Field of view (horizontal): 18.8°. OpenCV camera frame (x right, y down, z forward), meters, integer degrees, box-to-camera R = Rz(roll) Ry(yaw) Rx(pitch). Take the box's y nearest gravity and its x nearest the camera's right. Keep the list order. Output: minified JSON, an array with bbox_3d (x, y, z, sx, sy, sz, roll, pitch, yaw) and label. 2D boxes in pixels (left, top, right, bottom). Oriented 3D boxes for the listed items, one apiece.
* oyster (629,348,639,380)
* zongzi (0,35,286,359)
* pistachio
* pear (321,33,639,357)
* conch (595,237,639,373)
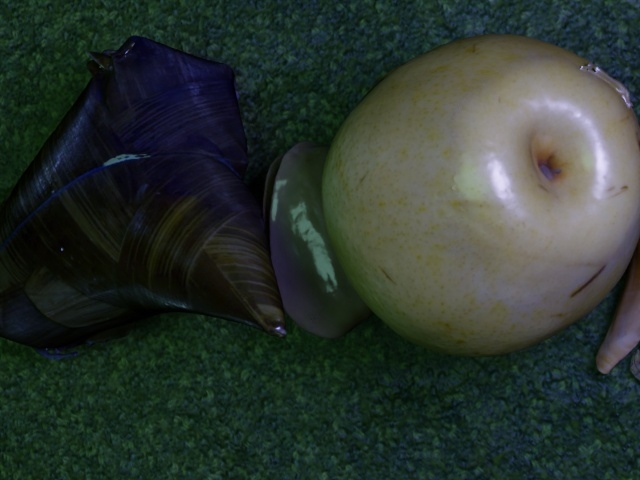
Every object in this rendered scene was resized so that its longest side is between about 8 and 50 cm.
[{"bbox_3d":[0.341,0.125,1.875,0.083,0.038,0.080,-38,77,25],"label":"oyster"},{"bbox_3d":[-0.205,0.056,2.040,0.403,0.208,0.432,-49,44,27],"label":"zongzi"},{"bbox_3d":[0.000,0.000,2.011,0.129,0.131,0.206,-28,78,56],"label":"pistachio"},{"bbox_3d":[0.158,-0.044,1.814,0.309,0.309,0.309,2,94,30],"label":"pear"},{"bbox_3d":[0.338,-0.006,1.836,0.109,0.093,0.330,38,112,16],"label":"conch"}]
